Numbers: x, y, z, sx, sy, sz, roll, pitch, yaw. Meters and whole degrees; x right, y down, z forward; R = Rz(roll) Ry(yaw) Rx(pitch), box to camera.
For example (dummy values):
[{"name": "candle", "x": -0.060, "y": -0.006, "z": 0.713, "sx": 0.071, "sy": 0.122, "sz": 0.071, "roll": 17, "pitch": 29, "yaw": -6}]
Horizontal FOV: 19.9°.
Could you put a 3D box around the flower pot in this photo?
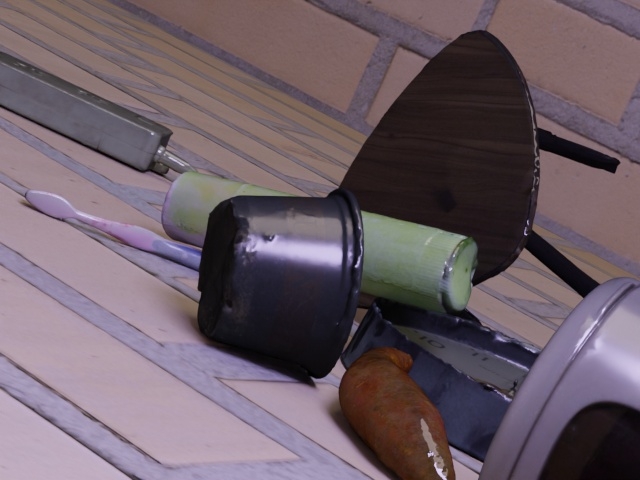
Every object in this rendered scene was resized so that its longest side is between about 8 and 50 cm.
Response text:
[{"name": "flower pot", "x": -0.039, "y": 0.028, "z": 1.475, "sx": 0.106, "sy": 0.157, "sz": 0.157, "roll": 9, "pitch": 13, "yaw": -15}]

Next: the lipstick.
[{"name": "lipstick", "x": 0.000, "y": 0.000, "z": 1.663, "sx": 0.304, "sy": 0.076, "sz": 0.076, "roll": 14, "pitch": 3, "yaw": 27}]

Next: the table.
[{"name": "table", "x": 0.201, "y": -0.024, "z": 1.880, "sx": 0.249, "sy": 0.317, "sz": 0.317, "roll": 30, "pitch": 4, "yaw": -34}]

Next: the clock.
[{"name": "clock", "x": 0.170, "y": 0.141, "z": 1.624, "sx": 0.312, "sy": 0.061, "sz": 0.312, "roll": 23, "pitch": 9, "yaw": -4}]

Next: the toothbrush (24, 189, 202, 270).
[{"name": "toothbrush", "x": -0.149, "y": 0.005, "z": 1.690, "sx": 0.269, "sy": 0.021, "sz": 0.027, "roll": 23, "pitch": 14, "yaw": -18}]

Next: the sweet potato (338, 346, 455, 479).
[{"name": "sweet potato", "x": 0.054, "y": 0.125, "z": 1.387, "sx": 0.078, "sy": 0.058, "sz": 0.255, "roll": 17, "pitch": 14, "yaw": -12}]

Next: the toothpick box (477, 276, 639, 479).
[{"name": "toothpick box", "x": 0.288, "y": 0.177, "z": 1.214, "sx": 0.316, "sy": 0.229, "sz": 0.229, "roll": 29, "pitch": 9, "yaw": 20}]

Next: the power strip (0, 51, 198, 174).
[{"name": "power strip", "x": -0.270, "y": -0.141, "z": 2.140, "sx": 0.288, "sy": 0.053, "sz": 0.093, "roll": 24, "pitch": 8, "yaw": 2}]
